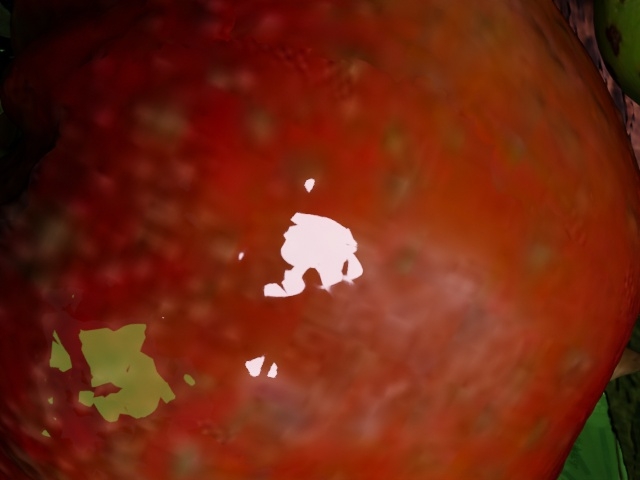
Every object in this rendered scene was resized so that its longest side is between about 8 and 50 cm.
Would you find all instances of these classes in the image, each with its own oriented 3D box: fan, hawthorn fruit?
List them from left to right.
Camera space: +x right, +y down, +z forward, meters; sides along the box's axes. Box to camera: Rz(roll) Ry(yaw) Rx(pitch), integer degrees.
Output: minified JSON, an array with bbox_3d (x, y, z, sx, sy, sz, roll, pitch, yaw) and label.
[{"bbox_3d":[0.000,0.000,0.702,0.403,0.403,0.402,24,139,23],"label":"hawthorn fruit"},{"bbox_3d":[0.173,0.181,0.991,0.131,0.009,0.240,25,139,27],"label":"fan"}]

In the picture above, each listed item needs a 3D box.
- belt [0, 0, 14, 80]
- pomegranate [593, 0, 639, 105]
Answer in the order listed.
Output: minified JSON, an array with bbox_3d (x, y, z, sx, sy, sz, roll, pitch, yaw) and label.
[{"bbox_3d":[-0.220,-0.153,0.947,0.140,0.105,0.058,38,144,23],"label":"belt"},{"bbox_3d":[0.200,-0.097,0.603,0.169,0.122,0.143,47,140,-2],"label":"pomegranate"}]
